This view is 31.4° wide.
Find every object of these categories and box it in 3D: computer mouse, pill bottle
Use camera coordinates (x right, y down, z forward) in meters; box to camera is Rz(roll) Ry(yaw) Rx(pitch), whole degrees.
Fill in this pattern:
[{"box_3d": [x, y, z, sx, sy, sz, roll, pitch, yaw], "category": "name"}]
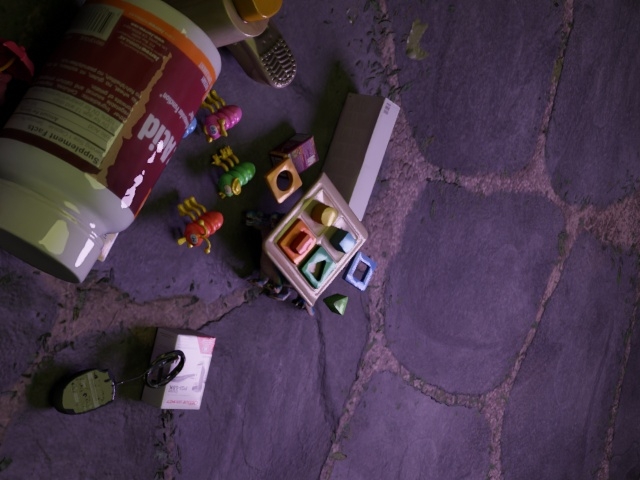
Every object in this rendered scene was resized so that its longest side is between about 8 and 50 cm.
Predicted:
[{"box_3d": [-0.335, 0.231, 1.897, 0.242, 0.041, 0.071, -15, 103, -33], "category": "computer mouse"}, {"box_3d": [-0.327, -0.151, 1.640, 0.224, 0.224, 0.392, 44, 68, -46], "category": "pill bottle"}]

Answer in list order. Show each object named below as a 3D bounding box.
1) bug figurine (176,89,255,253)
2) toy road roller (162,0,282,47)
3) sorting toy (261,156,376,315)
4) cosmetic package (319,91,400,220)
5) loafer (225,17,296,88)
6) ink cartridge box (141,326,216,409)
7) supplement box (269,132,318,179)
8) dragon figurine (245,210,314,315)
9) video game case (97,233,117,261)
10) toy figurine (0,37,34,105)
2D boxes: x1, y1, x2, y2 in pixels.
[{"box_3d": [-0.193, -0.128, 1.934, 0.216, 0.072, 0.279, -46, 135, -41], "category": "bug figurine"}, {"box_3d": [-0.169, -0.480, 1.761, 0.240, 0.203, 0.329, -44, 119, -48], "category": "toy road roller"}, {"box_3d": [0.000, 0.000, 2.095, 0.196, 0.047, 0.347, -53, 129, -19], "category": "sorting toy"}, {"box_3d": [0.068, -0.164, 2.222, 0.060, 0.099, 0.239, 26, 82, -51], "category": "cosmetic package"}, {"box_3d": [-0.140, -0.375, 1.933, 0.102, 0.092, 0.268, -39, 112, -37], "category": "loafer"}, {"box_3d": [-0.249, 0.227, 2.007, 0.099, 0.056, 0.135, 11, 93, -50], "category": "ink cartridge box"}, {"box_3d": [-0.049, -0.158, 2.131, 0.083, 0.043, 0.055, -37, 127, -35], "category": "supplement box"}, {"box_3d": [-0.051, 0.045, 2.157, 0.289, 0.085, 0.144, 38, 73, -46], "category": "dragon figurine"}, {"box_3d": [-0.367, -0.109, 1.799, 0.206, 0.026, 0.227, 40, 70, -47], "category": "video game case"}, {"box_3d": [-0.475, -0.219, 1.593, 0.159, 0.130, 0.173, -22, 139, -54], "category": "toy figurine"}]
